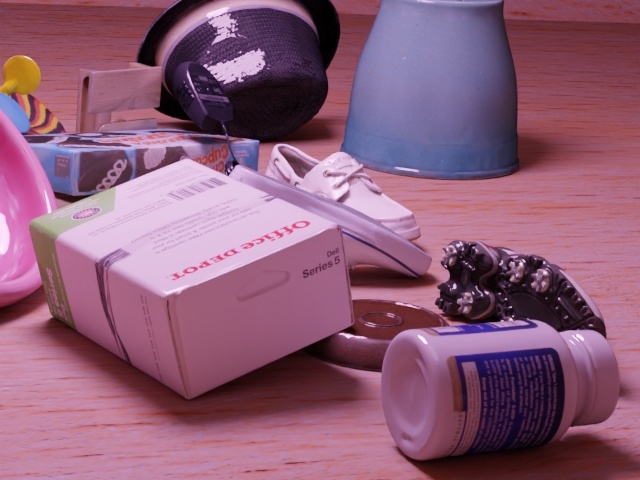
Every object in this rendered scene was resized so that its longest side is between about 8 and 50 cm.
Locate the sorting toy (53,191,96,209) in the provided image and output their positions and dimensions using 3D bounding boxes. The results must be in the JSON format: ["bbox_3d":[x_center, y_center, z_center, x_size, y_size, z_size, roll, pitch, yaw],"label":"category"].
[{"bbox_3d":[-0.211,-0.021,2.046,0.307,0.041,0.229,1,11,-10],"label":"sorting toy"}]

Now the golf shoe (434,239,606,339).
[{"bbox_3d":[0.229,0.059,1.749,0.120,0.105,0.273,4,14,-27],"label":"golf shoe"}]

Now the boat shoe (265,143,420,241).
[{"bbox_3d":[0.018,-0.062,2.132,0.098,0.096,0.277,-9,20,-40],"label":"boat shoe"}]

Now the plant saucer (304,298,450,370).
[{"bbox_3d":[0.061,0.091,1.718,0.168,0.029,0.168,5,15,-1],"label":"plant saucer"}]

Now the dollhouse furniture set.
[{"bbox_3d":[-0.323,-0.183,2.392,0.151,0.144,0.123,19,21,40],"label":"dollhouse furniture set"}]

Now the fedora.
[{"bbox_3d":[-0.107,-0.252,2.595,0.334,0.334,0.152,-4,48,-28],"label":"fedora"}]

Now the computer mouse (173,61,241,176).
[{"bbox_3d":[-0.130,-0.128,2.204,0.071,0.041,0.242,6,53,-54],"label":"computer mouse"}]

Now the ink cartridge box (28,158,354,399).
[{"bbox_3d":[-0.127,0.030,1.654,0.198,0.115,0.273,-23,28,-29],"label":"ink cartridge box"}]

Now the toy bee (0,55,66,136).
[{"bbox_3d":[-0.460,-0.184,2.261,0.195,0.162,0.298,-33,-11,2],"label":"toy bee"}]

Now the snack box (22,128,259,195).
[{"bbox_3d":[-0.257,-0.107,2.231,0.187,0.060,0.322,11,12,41],"label":"snack box"}]

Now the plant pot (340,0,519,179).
[{"bbox_3d":[0.173,-0.246,2.543,0.271,0.255,0.272,4,15,-1],"label":"plant pot"}]

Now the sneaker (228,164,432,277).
[{"bbox_3d":[0.000,0.000,1.933,0.258,0.091,0.094,22,6,-14],"label":"sneaker"}]

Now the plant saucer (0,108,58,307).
[{"bbox_3d":[-0.419,-0.061,1.759,0.084,0.332,0.332,-37,-3,26],"label":"plant saucer"}]

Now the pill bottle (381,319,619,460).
[{"bbox_3d":[0.157,0.125,1.463,0.186,0.112,0.112,-3,17,-24],"label":"pill bottle"}]
